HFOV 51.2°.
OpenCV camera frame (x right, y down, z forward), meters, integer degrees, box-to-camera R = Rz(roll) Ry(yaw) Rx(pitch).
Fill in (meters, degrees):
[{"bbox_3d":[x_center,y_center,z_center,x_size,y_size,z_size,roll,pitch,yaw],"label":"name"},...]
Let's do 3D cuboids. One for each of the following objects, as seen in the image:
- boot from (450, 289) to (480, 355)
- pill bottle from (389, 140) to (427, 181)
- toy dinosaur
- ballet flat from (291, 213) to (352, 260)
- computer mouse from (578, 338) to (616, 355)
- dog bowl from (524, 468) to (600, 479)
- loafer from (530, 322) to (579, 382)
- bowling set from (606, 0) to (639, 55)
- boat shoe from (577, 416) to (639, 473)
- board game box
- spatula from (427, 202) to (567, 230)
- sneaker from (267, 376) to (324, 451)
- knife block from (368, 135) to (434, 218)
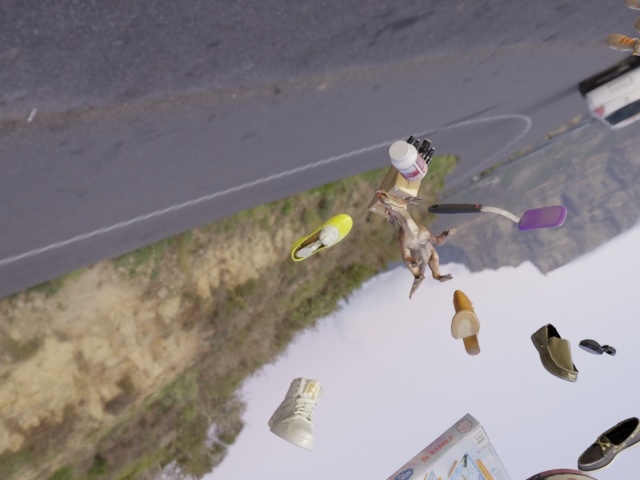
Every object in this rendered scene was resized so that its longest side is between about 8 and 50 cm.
[{"bbox_3d":[0.502,0.257,2.374,0.104,0.211,0.295,-16,139,12],"label":"boot"},{"bbox_3d":[0.271,-0.249,2.083,0.086,0.086,0.152,-27,150,16],"label":"pill bottle"},{"bbox_3d":[0.232,0.001,1.667,0.127,0.200,0.295,-23,134,-12],"label":"toy dinosaur"},{"bbox_3d":[0.000,0.000,2.069,0.231,0.077,0.077,-30,-165,25],"label":"ballet flat"},{"bbox_3d":[0.890,0.336,2.137,0.041,0.071,0.242,-61,175,-6],"label":"computer mouse"},{"bbox_3d":[0.762,0.893,2.088,0.408,0.408,0.150,-26,-162,13],"label":"dog bowl"},{"bbox_3d":[0.739,0.346,2.098,0.251,0.094,0.087,-106,-144,-60],"label":"loafer"},{"bbox_3d":[0.900,-0.622,1.758,0.287,0.200,0.154,-31,-143,-12],"label":"bowling set"},{"bbox_3d":[0.830,0.587,1.926,0.228,0.068,0.081,-29,-158,-8],"label":"boat shoe"},{"bbox_3d":[0.369,0.695,1.880,0.318,0.318,0.066,-35,-152,-10],"label":"board game box"},{"bbox_3d":[0.372,-0.060,1.435,0.296,0.030,0.084,8,-141,27],"label":"spatula"},{"bbox_3d":[-0.052,0.435,1.729,0.169,0.108,0.292,-61,-168,-10],"label":"sneaker"},{"bbox_3d":[0.288,-0.233,2.340,0.276,0.088,0.242,-44,-157,55],"label":"knife block"}]
